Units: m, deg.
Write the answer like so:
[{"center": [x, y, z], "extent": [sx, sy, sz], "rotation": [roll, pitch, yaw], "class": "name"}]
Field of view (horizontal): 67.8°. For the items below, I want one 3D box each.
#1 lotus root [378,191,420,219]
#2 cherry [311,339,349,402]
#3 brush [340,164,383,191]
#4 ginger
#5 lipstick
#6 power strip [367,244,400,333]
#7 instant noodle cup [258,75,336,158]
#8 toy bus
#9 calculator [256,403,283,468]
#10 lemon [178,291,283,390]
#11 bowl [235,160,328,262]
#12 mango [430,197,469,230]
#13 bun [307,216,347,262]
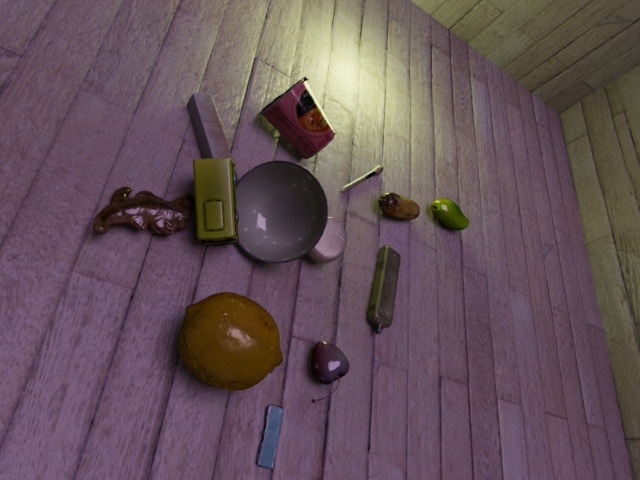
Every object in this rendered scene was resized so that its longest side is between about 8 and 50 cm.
[{"center": [0.339, -0.144, 2.069], "extent": [0.258, 0.097, 0.110], "rotation": [14, 68, -39], "class": "lotus root"}, {"center": [0.004, 0.408, 1.540], "extent": [0.188, 0.115, 0.148], "rotation": [-17, 98, -35], "class": "cherry"}, {"center": [0.180, -0.263, 2.051], "extent": [0.299, 0.042, 0.039], "rotation": [-34, 91, -38], "class": "brush"}, {"center": [-0.514, -0.088, 1.423], "extent": [0.333, 0.080, 0.166], "rotation": [-5, 56, -38], "class": "ginger"}, {"center": [-0.370, -0.328, 1.642], "extent": [0.076, 0.080, 0.371], "rotation": [-9, 74, -38], "class": "lipstick"}, {"center": [0.249, 0.192, 1.861], "extent": [0.092, 0.066, 0.387], "rotation": [32, 50, -22], "class": "power strip"}, {"center": [-0.075, -0.463, 1.846], "extent": [0.255, 0.244, 0.244], "rotation": [50, 48, -17], "class": "instant noodle cup"}, {"center": [-0.323, -0.118, 1.478], "extent": [0.128, 0.150, 0.262], "rotation": [-4, 88, -5], "class": "toy bus"}, {"center": [-0.148, 0.575, 1.405], "extent": [0.057, 0.018, 0.172], "rotation": [24, 56, -24], "class": "calculator"}, {"center": [-0.244, 0.281, 1.318], "extent": [0.310, 0.258, 0.258], "rotation": [31, 53, -17], "class": "lemon"}, {"center": [-0.129, -0.093, 1.617], "extent": [0.337, 0.337, 0.157], "rotation": [61, 8, 4], "class": "bowl"}, {"center": [0.611, -0.125, 2.249], "extent": [0.233, 0.111, 0.125], "rotation": [24, 60, -27], "class": "mango"}, {"center": [0.000, 0.000, 1.729], "extent": [0.173, 0.120, 0.173], "rotation": [10, 69, -28], "class": "bun"}]
